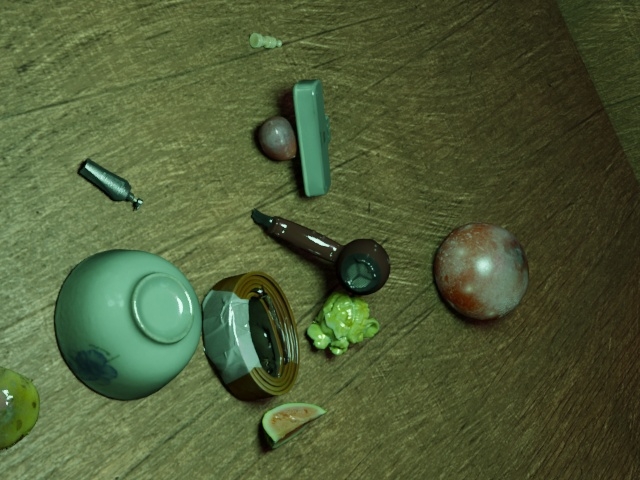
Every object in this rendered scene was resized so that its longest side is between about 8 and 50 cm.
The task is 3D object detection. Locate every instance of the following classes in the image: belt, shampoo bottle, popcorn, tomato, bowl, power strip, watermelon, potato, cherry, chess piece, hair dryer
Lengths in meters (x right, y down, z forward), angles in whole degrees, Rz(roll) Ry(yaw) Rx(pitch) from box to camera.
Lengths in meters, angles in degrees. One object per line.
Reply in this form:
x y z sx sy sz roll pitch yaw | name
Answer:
-0.142 0.198 1.735 0.184 0.105 0.261 -17 90 -48 | belt
-0.406 -0.108 1.640 0.137 0.027 0.048 36 66 -29 | shampoo bottle
0.049 0.178 1.903 0.141 0.162 0.136 -95 176 -56 | popcorn
0.439 0.078 2.252 0.270 0.227 0.270 20 59 -38 | tomato
-0.324 0.140 1.547 0.289 0.146 0.289 17 65 -39 | bowl
-0.015 -0.248 1.987 0.193 0.059 0.265 -65 150 -71 | power strip
-0.069 0.395 1.763 0.163 0.087 0.069 -18 119 -44 | watermelon
-0.528 0.263 1.320 0.176 0.137 0.137 -3 78 -38 | potato
-0.101 -0.238 1.937 0.126 0.087 0.106 21 42 -58 | cherry
-0.128 -0.482 2.041 0.092 0.035 0.035 -7 80 -49 | chess piece
0.000 0.000 1.932 0.340 0.123 0.312 26 12 -3 | hair dryer
